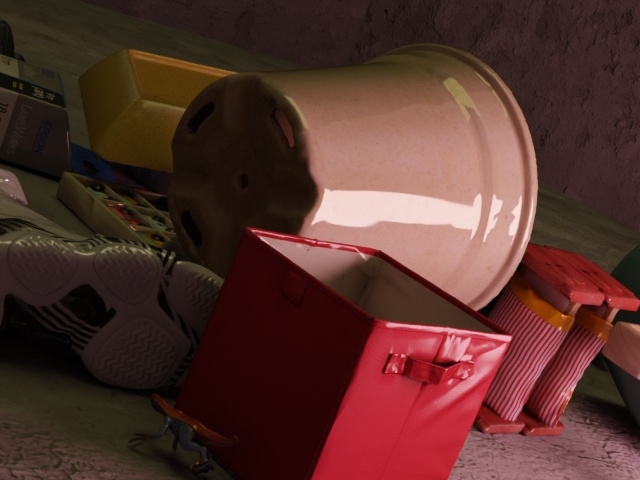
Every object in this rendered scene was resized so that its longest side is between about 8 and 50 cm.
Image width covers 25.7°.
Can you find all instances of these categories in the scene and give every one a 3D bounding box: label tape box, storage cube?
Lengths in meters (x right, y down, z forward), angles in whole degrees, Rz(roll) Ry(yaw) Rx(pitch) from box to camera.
[{"bbox_3d":[-0.434,-0.185,1.982,0.333,0.106,0.240,18,14,-18],"label":"label tape box"},{"bbox_3d":[0.016,0.121,1.235,0.183,0.193,0.215,10,18,-44],"label":"storage cube"}]

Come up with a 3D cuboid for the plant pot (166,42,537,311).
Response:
[{"bbox_3d":[0.014,-0.061,1.535,0.305,0.334,0.334,-2,26,-47],"label":"plant pot"}]

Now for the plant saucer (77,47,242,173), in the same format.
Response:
[{"bbox_3d":[-0.166,-0.182,2.002,0.332,0.081,0.333,10,23,-18],"label":"plant saucer"}]

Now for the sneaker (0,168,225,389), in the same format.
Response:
[{"bbox_3d":[-0.250,0.023,1.320,0.365,0.137,0.210,13,18,-24],"label":"sneaker"}]

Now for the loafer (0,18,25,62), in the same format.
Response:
[{"bbox_3d":[-0.521,-0.278,2.190,0.084,0.096,0.267,5,-11,-2],"label":"loafer"}]

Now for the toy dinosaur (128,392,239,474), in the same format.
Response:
[{"bbox_3d":[-0.112,0.156,1.173,0.082,0.090,0.047,63,14,23],"label":"toy dinosaur"}]

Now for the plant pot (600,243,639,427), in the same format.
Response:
[{"bbox_3d":[0.507,0.157,1.758,0.293,0.293,0.235,20,28,-9],"label":"plant pot"}]

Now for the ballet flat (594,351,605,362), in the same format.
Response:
[{"bbox_3d":[0.402,0.142,2.150,0.070,0.070,0.188,20,11,-10],"label":"ballet flat"}]

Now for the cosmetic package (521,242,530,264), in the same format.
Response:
[{"bbox_3d":[0.363,0.042,2.481,0.099,0.060,0.239,11,16,-48],"label":"cosmetic package"}]

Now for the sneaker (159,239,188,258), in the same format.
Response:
[{"bbox_3d":[-0.173,0.051,1.459,0.064,0.086,0.192,21,12,-3],"label":"sneaker"}]

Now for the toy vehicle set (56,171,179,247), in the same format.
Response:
[{"bbox_3d":[-0.207,-0.009,1.779,0.166,0.035,0.267,12,16,-40],"label":"toy vehicle set"}]

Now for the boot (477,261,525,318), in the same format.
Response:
[{"bbox_3d":[0.133,-0.028,2.248,0.367,0.146,0.445,17,17,-13],"label":"boot"}]

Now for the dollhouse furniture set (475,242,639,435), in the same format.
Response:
[{"bbox_3d":[0.319,0.177,1.539,0.152,0.201,0.374,10,23,-44],"label":"dollhouse furniture set"}]

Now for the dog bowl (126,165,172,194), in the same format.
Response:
[{"bbox_3d":[-0.141,-0.110,2.172,0.348,0.102,0.349,21,13,-5],"label":"dog bowl"}]
